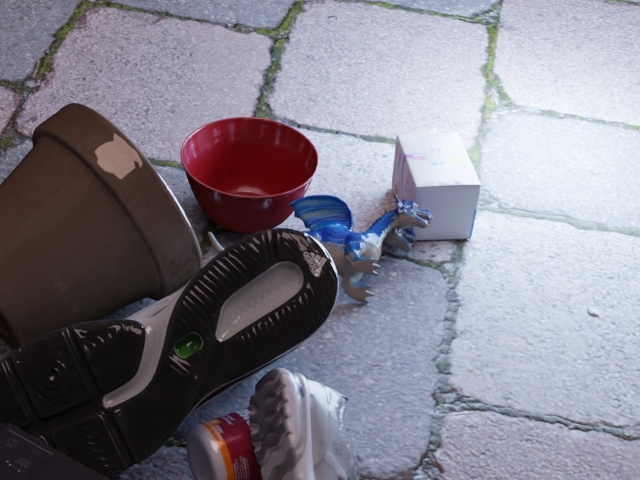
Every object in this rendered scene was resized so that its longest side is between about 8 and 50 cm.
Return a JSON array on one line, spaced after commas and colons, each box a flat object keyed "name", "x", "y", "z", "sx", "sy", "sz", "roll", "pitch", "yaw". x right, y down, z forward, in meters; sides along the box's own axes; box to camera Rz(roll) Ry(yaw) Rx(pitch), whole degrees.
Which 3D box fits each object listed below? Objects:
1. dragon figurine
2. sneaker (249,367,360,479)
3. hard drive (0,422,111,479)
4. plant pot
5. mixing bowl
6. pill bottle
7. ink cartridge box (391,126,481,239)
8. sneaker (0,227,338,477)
[{"name": "dragon figurine", "x": 0.000, "y": 0.000, "z": 1.903, "sx": 0.289, "sy": 0.085, "sz": 0.144, "roll": 3, "pitch": 38, "yaw": -5}, {"name": "sneaker", "x": 0.004, "y": 0.266, "z": 1.511, "sx": 0.115, "sy": 0.105, "sz": 0.281, "roll": 11, "pitch": 62, "yaw": -31}, {"name": "hard drive", "x": -0.380, "y": 0.292, "z": 1.395, "sx": 0.236, "sy": 0.064, "sz": 0.339, "roll": 26, "pitch": 37, "yaw": 13}, {"name": "plant pot", "x": -0.304, "y": 0.008, "z": 1.755, "sx": 0.229, "sy": 0.263, "sz": 0.263, "roll": -40, "pitch": 55, "yaw": -21}, {"name": "mixing bowl", "x": -0.095, "y": -0.073, "z": 1.971, "sx": 0.181, "sy": 0.098, "sz": 0.181, "roll": 4, "pitch": 38, "yaw": -3}, {"name": "pill bottle", "x": -0.062, "y": 0.220, "z": 1.617, "sx": 0.152, "sy": 0.086, "sz": 0.086, "roll": -16, "pitch": 44, "yaw": -27}, {"name": "ink cartridge box", "x": 0.152, "y": -0.079, "z": 2.020, "sx": 0.089, "sy": 0.092, "sz": 0.143, "roll": -3, "pitch": 38, "yaw": -11}, {"name": "sneaker", "x": -0.171, "y": 0.151, "z": 1.661, "sx": 0.447, "sy": 0.257, "sz": 0.169, "roll": -28, "pitch": 80, "yaw": 0}]
